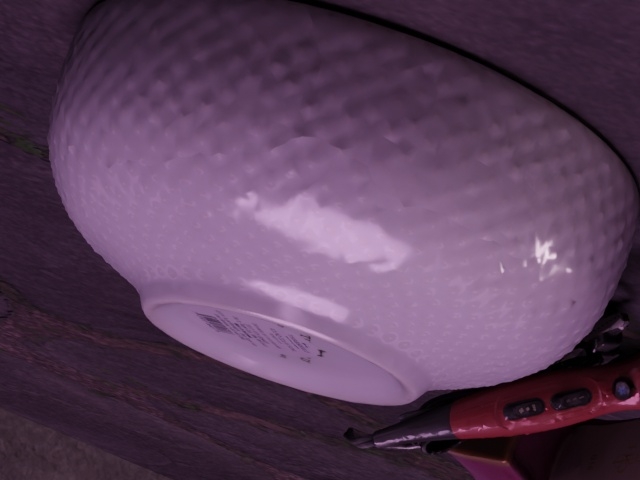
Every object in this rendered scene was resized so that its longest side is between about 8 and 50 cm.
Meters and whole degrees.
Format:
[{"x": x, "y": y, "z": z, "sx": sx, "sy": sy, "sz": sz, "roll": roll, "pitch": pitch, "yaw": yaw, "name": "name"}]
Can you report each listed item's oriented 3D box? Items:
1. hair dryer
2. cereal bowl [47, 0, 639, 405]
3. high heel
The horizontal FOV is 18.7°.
[{"x": 0.169, "y": 0.098, "z": 1.140, "sx": 0.293, "sy": 0.224, "sz": 0.080, "roll": -17, "pitch": 97, "yaw": 59, "name": "hair dryer"}, {"x": 0.000, "y": 0.000, "z": 1.080, "sx": 0.339, "sy": 0.141, "sz": 0.339, "roll": 17, "pitch": 165, "yaw": 5, "name": "cereal bowl"}, {"x": 0.257, "y": 0.181, "z": 1.268, "sx": 0.377, "sy": 0.127, "sz": 0.181, "roll": 16, "pitch": 160, "yaw": 47, "name": "high heel"}]
